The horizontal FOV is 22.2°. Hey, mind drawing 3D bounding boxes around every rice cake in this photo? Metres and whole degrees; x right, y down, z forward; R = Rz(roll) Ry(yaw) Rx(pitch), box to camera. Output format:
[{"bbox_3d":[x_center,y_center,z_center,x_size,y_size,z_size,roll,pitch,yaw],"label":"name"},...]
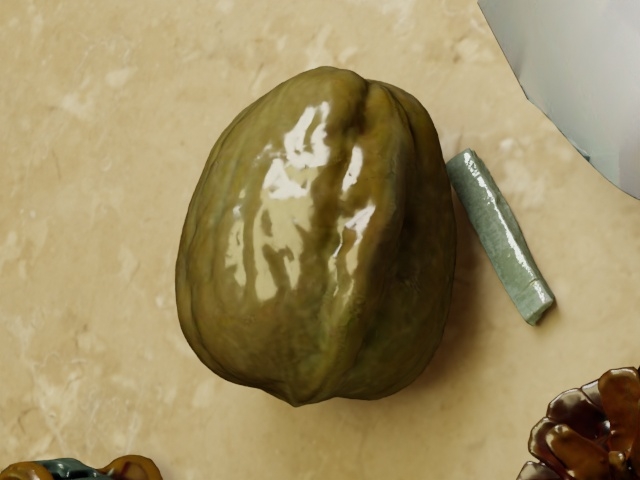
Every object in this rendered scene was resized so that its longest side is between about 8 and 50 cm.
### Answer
[{"bbox_3d":[0.149,-0.005,1.351,0.033,0.029,0.171,-36,57,21],"label":"rice cake"}]

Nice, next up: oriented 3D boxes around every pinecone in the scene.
[{"bbox_3d":[0.242,0.190,1.083,0.264,0.264,0.264,-12,70,35],"label":"pinecone"}]

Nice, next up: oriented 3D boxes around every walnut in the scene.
[{"bbox_3d":[0.000,0.000,1.344,0.283,0.227,0.283,-168,90,-76],"label":"walnut"}]

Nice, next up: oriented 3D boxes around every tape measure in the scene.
[{"bbox_3d":[0.292,-0.162,1.215,0.262,0.138,0.259,-46,55,19],"label":"tape measure"}]

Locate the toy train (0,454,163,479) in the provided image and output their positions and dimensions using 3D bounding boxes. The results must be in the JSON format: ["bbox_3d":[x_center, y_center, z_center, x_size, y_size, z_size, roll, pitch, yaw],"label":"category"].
[{"bbox_3d":[-0.195,0.320,1.446,0.369,0.163,0.232,21,103,40],"label":"toy train"}]
